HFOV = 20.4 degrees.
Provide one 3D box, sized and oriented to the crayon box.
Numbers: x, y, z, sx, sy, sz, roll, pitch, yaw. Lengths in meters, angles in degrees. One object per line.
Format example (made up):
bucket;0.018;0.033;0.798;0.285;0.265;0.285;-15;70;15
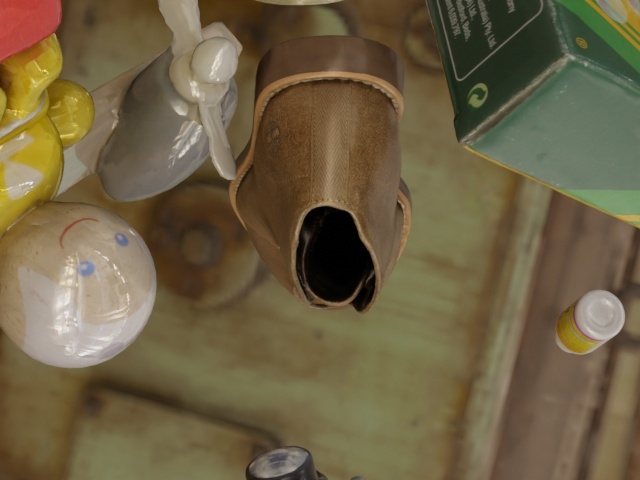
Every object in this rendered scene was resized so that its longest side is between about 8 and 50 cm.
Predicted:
crayon box;0.201;-0.096;0.990;0.083;0.323;0.203;-40;-136;34

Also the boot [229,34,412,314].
boot;0.000;0.000;1.036;0.305;0.112;0.115;87;3;-70

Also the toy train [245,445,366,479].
toy train;0.006;0.322;1.305;0.190;0.142;0.334;-87;164;-71

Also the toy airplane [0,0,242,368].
toy airplane;-0.207;-0.005;0.958;0.386;0.272;0.384;-56;159;0

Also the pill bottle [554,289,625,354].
pill bottle;0.227;0.072;1.517;0.083;0.043;0.043;123;-13;-70

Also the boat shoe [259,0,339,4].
boat shoe;-0.033;-0.288;1.526;0.302;0.113;0.103;-109;-162;-62
